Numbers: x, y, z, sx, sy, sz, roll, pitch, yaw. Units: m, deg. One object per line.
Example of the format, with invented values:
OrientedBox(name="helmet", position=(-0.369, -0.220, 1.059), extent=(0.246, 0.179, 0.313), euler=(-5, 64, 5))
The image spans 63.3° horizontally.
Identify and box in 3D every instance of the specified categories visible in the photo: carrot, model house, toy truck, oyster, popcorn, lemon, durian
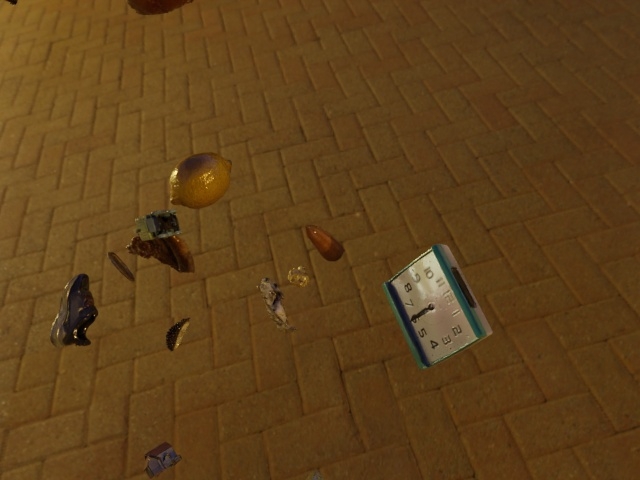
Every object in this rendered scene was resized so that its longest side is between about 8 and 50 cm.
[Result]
OrientedBox(name="carrot", position=(0.000, 0.000, 1.557), extent=(0.072, 0.205, 0.072), euler=(-12, 61, 24))
OrientedBox(name="model house", position=(-0.367, 0.496, 1.176), extent=(0.083, 0.057, 0.058), euler=(-19, 66, -48))
OrientedBox(name="toy truck", position=(-0.507, -0.043, 1.587), extent=(0.116, 0.085, 0.191), euler=(-13, 5, 4))
OrientedBox(name="oyster", position=(-0.153, 0.214, 1.667), extent=(0.061, 0.199, 0.106), euler=(-19, -2, 35))
OrientedBox(name="popcorn", position=(-0.084, 0.139, 1.975), extent=(0.084, 0.084, 0.084), euler=(-5, 44, 5))
OrientedBox(name="lemon", position=(-0.419, -0.211, 1.814), extent=(0.257, 0.188, 0.188), euler=(-40, 51, -15))
OrientedBox(name="durian", position=(-0.481, 0.316, 1.768), extent=(0.052, 0.066, 0.130), euler=(1, 59, 44))

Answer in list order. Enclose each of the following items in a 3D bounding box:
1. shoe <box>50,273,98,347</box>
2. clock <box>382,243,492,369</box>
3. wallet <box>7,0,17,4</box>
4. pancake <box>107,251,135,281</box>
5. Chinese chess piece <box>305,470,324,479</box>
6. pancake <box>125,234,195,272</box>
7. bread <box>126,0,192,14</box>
OrientedBox(name="shoe", position=(-0.713, 0.215, 1.547), extent=(0.112, 0.099, 0.227), euler=(14, 79, 6))
OrientedBox(name="clock", position=(0.311, 0.175, 1.368), extent=(0.116, 0.231, 0.262), euler=(-1, 58, -40))
OrientedBox(name="wallet", position=(-0.889, -0.656, 1.266), extent=(0.137, 0.255, 0.031), euler=(26, 95, 39))
OrientedBox(name="pancake", position=(-0.565, 0.076, 1.476), extent=(0.011, 0.115, 0.115), euler=(-38, 49, -8))
OrientedBox(name="Chinese chess piece", position=(-0.024, 0.653, 1.378), extent=(0.034, 0.084, 0.084), euler=(35, 54, 4))
OrientedBox(name="pancake", position=(-0.625, 0.039, 1.987), extent=(0.245, 0.265, 0.057), euler=(-10, 29, 10))
OrientedBox(name="bread", position=(-0.299, -0.559, 0.885), extent=(0.185, 0.380, 0.109), euler=(-25, 72, -8))
